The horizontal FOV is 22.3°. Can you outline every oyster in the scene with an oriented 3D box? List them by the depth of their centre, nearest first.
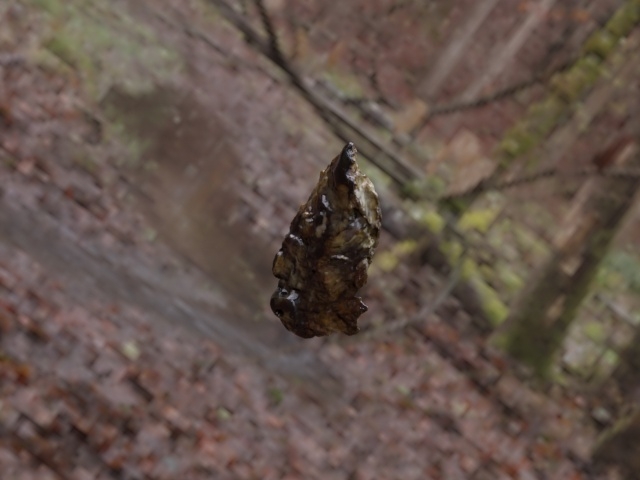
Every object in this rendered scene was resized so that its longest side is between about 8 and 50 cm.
[{"bbox_3d":[-0.001,0.000,1.031,0.086,0.132,0.029,7,15,40],"label":"oyster"}]
